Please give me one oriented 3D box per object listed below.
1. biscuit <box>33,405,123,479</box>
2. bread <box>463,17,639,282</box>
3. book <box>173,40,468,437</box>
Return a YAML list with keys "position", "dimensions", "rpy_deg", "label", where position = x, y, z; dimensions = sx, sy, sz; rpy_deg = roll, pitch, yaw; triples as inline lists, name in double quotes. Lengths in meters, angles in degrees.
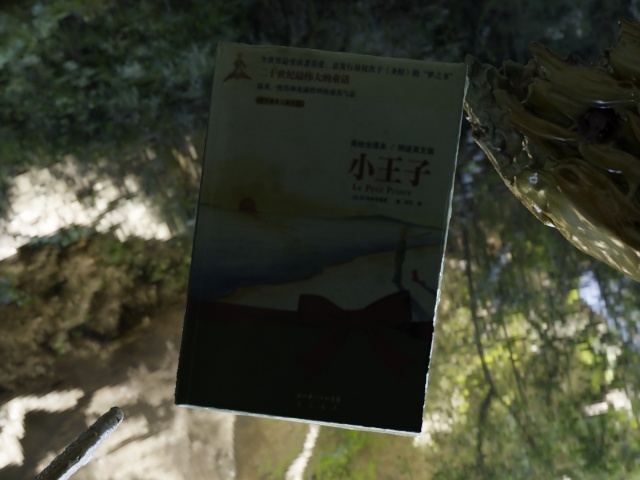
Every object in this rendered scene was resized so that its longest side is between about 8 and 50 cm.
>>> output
- position: [-0.206, 0.182, 0.931]
  dimensions: [0.152, 0.020, 0.152]
  rpy_deg: [-43, -178, 2]
  label: "biscuit"
- position: [0.280, -0.078, 1.148]
  dimensions: [0.370, 0.314, 0.192]
  rpy_deg: [28, -90, 34]
  label: "bread"
- position: [0.000, 0.000, 0.944]
  dimensions: [0.201, 0.290, 0.026]
  rpy_deg: [6, -177, 5]
  label: "book"
